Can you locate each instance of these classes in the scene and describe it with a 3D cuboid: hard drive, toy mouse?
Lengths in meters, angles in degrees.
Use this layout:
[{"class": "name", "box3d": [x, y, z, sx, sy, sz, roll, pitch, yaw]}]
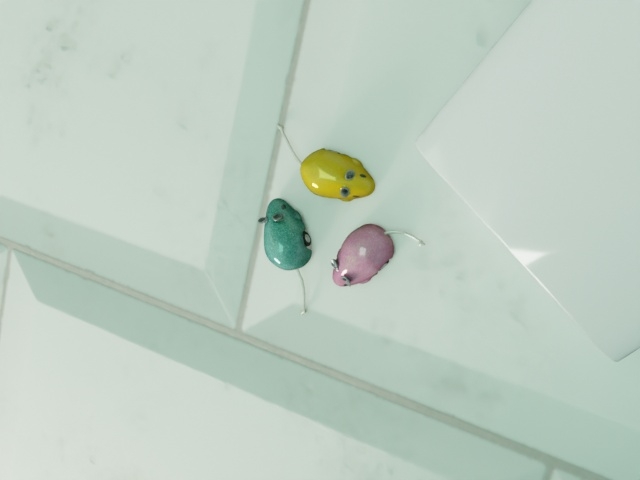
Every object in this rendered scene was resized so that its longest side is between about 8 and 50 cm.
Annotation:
[{"class": "hard drive", "box3d": [0.219, -0.092, 0.426, 0.210, 0.040, 0.319, 50, 133, 12]}, {"class": "toy mouse", "box3d": [0.000, 0.000, 0.602, 0.161, 0.031, 0.143, 27, 107, 20]}]
